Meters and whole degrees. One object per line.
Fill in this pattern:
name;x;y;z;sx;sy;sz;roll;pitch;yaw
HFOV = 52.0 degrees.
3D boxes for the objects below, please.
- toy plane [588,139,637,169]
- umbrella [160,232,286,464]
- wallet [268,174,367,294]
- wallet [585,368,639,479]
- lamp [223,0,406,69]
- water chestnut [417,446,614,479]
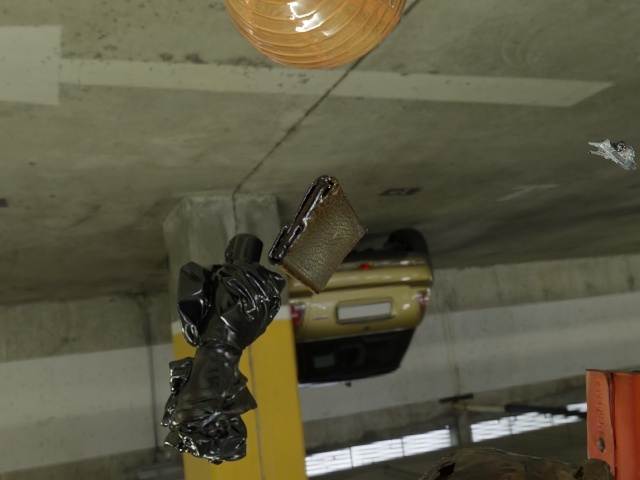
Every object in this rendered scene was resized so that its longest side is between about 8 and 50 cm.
toy plane;0.439;-0.129;0.971;0.083;0.031;0.078;20;177;-21
umbrella;-0.120;0.121;0.783;0.122;0.272;0.110;9;163;9
wallet;0.000;0.000;0.907;0.039;0.133;0.243;33;176;19
wallet;0.404;0.278;0.890;0.045;0.204;0.142;2;171;-3
lamp;-0.005;-0.188;0.458;0.136;0.136;0.136;-7;171;-1
water chestnut;0.158;0.285;0.524;0.224;0.223;0.238;1;131;-41
